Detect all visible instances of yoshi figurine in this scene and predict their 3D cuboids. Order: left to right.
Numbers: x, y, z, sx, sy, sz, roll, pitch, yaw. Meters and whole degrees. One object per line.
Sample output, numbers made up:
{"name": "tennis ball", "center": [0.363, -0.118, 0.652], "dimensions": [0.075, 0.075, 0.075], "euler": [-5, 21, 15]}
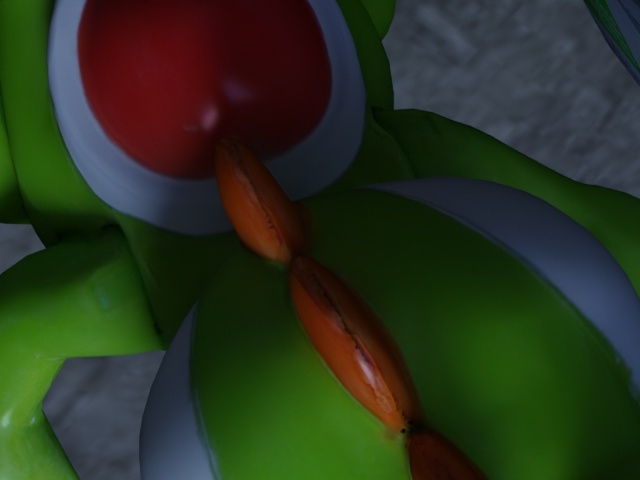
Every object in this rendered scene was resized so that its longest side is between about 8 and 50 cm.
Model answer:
{"name": "yoshi figurine", "center": [-0.002, 0.020, 0.513], "dimensions": [0.203, 0.362, 0.204], "euler": [9, 125, -39]}

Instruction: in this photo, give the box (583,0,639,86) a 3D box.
{"name": "box", "center": [0.167, -0.078, 0.598], "dimensions": [0.126, 0.262, 0.231], "euler": [-34, 141, 5]}
